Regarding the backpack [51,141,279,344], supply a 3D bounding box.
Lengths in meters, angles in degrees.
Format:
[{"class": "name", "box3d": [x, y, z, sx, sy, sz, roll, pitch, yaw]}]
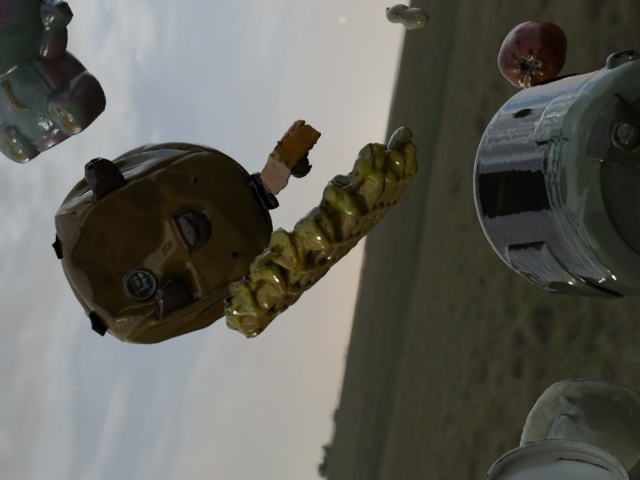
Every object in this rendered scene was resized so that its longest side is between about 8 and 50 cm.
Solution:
[{"class": "backpack", "box3d": [-0.263, -0.010, 1.911, 0.353, 0.378, 0.201, 61, 171, -11]}]

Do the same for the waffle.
[{"class": "waffle", "box3d": [0.004, -0.005, 1.319, 0.329, 0.062, 0.329, -43, -6, -5]}]

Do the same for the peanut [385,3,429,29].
[{"class": "peanut", "box3d": [0.137, -0.361, 1.787, 0.037, 0.083, 0.037, -25, -51, -36]}]

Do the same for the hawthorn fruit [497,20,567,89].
[{"class": "hawthorn fruit", "box3d": [0.364, -0.320, 1.897, 0.128, 0.128, 0.128, 9, -90, -87]}]

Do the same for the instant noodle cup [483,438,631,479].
[{"class": "instant noodle cup", "box3d": [0.269, 0.337, 1.244, 0.213, 0.213, 0.174, -76, -21, -61]}]

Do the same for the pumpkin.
[{"class": "pumpkin", "box3d": [-0.036, -0.099, 1.374, 0.074, 0.054, 0.083, -55, 2, -27]}]

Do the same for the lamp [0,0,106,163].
[{"class": "lamp", "box3d": [-0.467, -0.304, 1.746, 0.301, 0.247, 0.247, 57, -151, -19]}]

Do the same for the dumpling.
[{"class": "dumpling", "box3d": [0.378, 0.267, 1.578, 0.155, 0.181, 0.111, 58, 161, 7]}]

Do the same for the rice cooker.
[{"class": "rice cooker", "box3d": [0.404, -0.076, 1.507, 0.325, 0.335, 0.335, -179, 99, -68]}]
